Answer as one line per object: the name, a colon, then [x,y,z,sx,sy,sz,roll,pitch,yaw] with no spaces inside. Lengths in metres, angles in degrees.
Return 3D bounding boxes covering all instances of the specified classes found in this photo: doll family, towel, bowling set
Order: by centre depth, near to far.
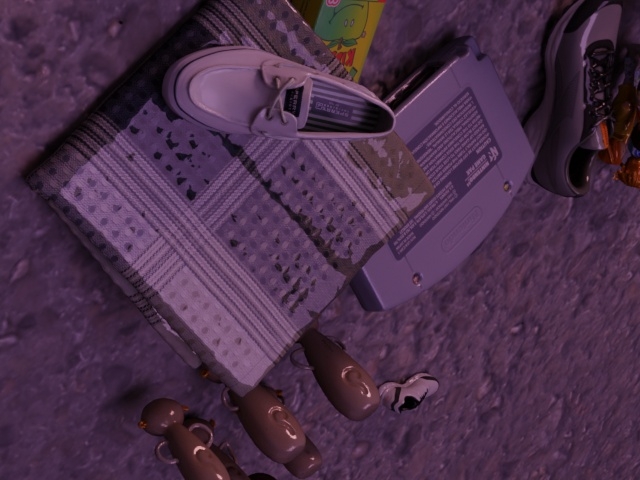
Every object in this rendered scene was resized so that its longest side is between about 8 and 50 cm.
towel: [-0.078,-0.053,1.571,0.312,0.056,0.324,-47,117,-13]
bowling set: [-0.093,0.218,1.804,0.287,0.154,0.200,-22,151,-38]
doll family: [0.420,-0.154,2.089,0.263,0.118,0.163,22,83,-57]

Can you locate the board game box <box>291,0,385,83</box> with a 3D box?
board game box: [0.000,-0.186,1.640,0.092,0.043,0.181,-5,121,-46]

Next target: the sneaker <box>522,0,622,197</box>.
sneaker: [0.322,-0.178,1.953,0.100,0.108,0.271,-12,125,-41]

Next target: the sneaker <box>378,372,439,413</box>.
sneaker: [0.119,0.202,2.079,0.109,0.044,0.040,-13,125,-44]

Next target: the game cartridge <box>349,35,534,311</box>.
game cartridge: [0.113,-0.065,1.762,0.294,0.060,0.196,-43,114,-30]

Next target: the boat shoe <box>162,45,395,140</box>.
boat shoe: [-0.032,-0.136,1.504,0.226,0.076,0.083,2,99,-29]
